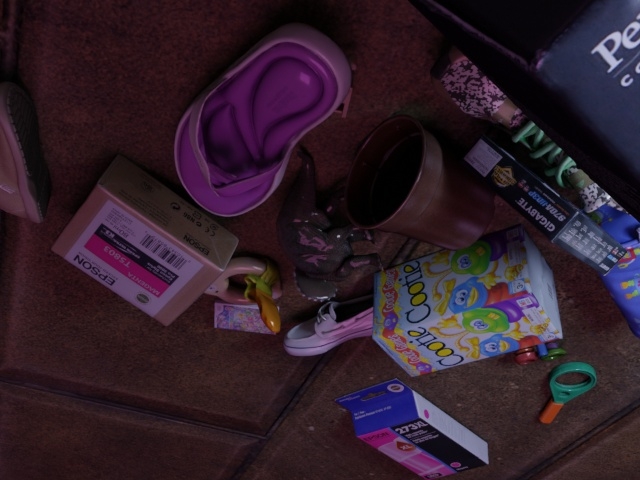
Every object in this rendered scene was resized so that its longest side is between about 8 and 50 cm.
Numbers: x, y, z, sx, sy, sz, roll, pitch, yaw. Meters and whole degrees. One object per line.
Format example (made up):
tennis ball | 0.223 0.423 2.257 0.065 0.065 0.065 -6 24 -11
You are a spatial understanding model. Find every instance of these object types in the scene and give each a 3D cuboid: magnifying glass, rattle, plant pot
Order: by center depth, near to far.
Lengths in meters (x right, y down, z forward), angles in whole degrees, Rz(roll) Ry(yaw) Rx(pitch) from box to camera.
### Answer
plant pot | 0.149 -0.070 1.125 0.165 0.167 0.167 21 139 -31
rattle | -0.167 0.111 1.390 0.199 0.143 0.130 -5 159 2
magnifying glass | 0.506 0.321 1.662 0.092 0.026 0.231 6 139 -2

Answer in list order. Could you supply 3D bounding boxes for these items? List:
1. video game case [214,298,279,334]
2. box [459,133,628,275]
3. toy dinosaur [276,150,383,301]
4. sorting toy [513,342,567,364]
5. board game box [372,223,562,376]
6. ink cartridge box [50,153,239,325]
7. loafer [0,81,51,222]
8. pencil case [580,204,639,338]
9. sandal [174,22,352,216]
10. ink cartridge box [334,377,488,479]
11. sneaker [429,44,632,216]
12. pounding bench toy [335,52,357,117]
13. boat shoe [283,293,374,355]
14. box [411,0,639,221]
video game case | -0.143 0.148 1.526 0.121 0.011 0.087 7 141 -2
box | 0.303 -0.045 1.065 0.051 0.175 0.220 -51 144 14
toy dinosaur | 0.000 0.000 1.247 0.160 0.121 0.314 -20 140 9
sorting toy | 0.419 0.207 1.524 0.101 0.042 0.061 -9 156 -1
board game box | 0.240 0.106 1.329 0.275 0.144 0.142 -21 134 27
ink cartridge box | -0.281 0.006 1.265 0.234 0.088 0.193 36 129 -14
loafer | -0.461 -0.119 1.162 0.091 0.102 0.269 3 142 -6
pencil case | 0.506 0.040 1.242 0.133 0.119 0.306 -25 133 20
sandal | -0.110 -0.137 1.062 0.169 0.102 0.416 36 143 -7
ink cartridge box | 0.212 0.437 1.805 0.175 0.069 0.371 -26 129 32
sneaker | 0.325 -0.129 1.002 0.410 0.182 0.158 21 138 -17
pounding bench toy | 0.010 -0.213 1.037 0.065 0.052 0.083 9 141 -4
boat shoe | 0.028 0.144 1.464 0.226 0.083 0.076 -19 124 10
box | 0.346 -0.249 0.573 0.471 0.297 0.480 29 109 -41
